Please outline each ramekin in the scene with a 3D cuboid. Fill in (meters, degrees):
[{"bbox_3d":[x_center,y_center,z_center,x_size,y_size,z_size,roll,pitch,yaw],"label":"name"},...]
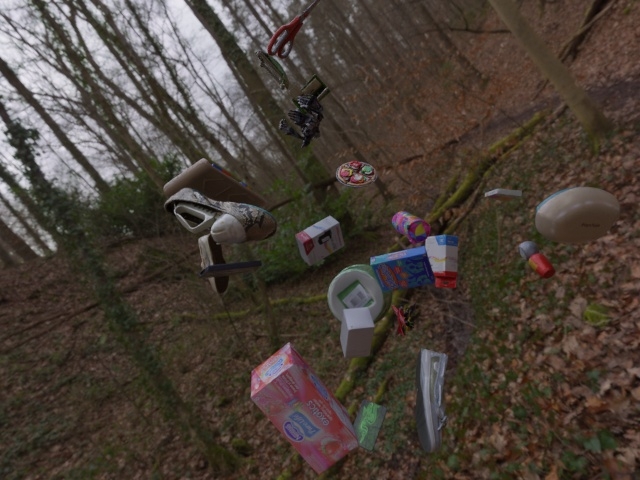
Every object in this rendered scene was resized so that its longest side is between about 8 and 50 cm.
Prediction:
[{"bbox_3d":[0.178,0.265,1.958,0.303,0.303,0.148,-39,-11,11],"label":"ramekin"}]

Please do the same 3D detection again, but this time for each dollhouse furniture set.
[{"bbox_3d":[-0.109,-0.696,1.734,0.151,0.301,0.197,-44,10,4],"label":"dollhouse furniture set"}]

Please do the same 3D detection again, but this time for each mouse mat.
[{"bbox_3d":[0.205,0.803,1.815,0.152,0.007,0.190,-4,53,51],"label":"mouse mat"}]

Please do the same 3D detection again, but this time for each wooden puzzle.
[{"bbox_3d":[-0.450,-0.203,1.806,0.322,0.348,0.081,-22,47,36],"label":"wooden puzzle"}]

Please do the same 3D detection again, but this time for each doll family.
[{"bbox_3d":[0.455,0.406,2.151,0.076,0.111,0.193,2,66,24],"label":"doll family"}]

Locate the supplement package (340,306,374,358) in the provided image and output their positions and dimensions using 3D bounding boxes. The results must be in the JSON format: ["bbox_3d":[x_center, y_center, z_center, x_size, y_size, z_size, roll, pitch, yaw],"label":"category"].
[{"bbox_3d":[0.141,0.362,1.625,0.105,0.179,0.105,-4,39,-8],"label":"supplement package"}]

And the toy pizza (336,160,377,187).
[{"bbox_3d":[0.177,-0.330,2.023,0.201,0.201,0.032,-45,-30,-34],"label":"toy pizza"}]

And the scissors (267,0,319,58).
[{"bbox_3d":[-0.063,-0.706,1.315,0.297,0.021,0.109,-49,-18,18],"label":"scissors"}]

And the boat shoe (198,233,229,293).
[{"bbox_3d":[-0.541,0.121,2.080,0.098,0.302,0.109,-14,-1,29],"label":"boat shoe"}]

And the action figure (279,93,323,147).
[{"bbox_3d":[-0.063,-0.457,1.562,0.164,0.141,0.276,-58,0,-3],"label":"action figure"}]

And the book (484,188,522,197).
[{"bbox_3d":[0.745,-0.187,1.702,0.144,0.096,0.035,-4,-78,-87],"label":"book"}]

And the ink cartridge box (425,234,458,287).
[{"bbox_3d":[0.548,0.097,1.892,0.134,0.078,0.231,-10,75,61],"label":"ink cartridge box"}]

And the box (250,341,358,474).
[{"bbox_3d":[-0.045,0.455,1.138,0.142,0.300,0.154,-37,12,-1],"label":"box"}]

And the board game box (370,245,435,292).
[{"bbox_3d":[0.314,0.113,1.585,0.210,0.160,0.047,-14,36,19],"label":"board game box"}]

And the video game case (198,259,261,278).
[{"bbox_3d":[-0.356,0.114,1.608,0.196,0.026,0.274,-5,-9,-24],"label":"video game case"}]

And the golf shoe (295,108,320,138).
[{"bbox_3d":[-0.043,-0.573,1.977,0.069,0.176,0.086,-8,40,36],"label":"golf shoe"}]

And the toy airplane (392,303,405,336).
[{"bbox_3d":[0.323,0.328,1.685,0.028,0.151,0.151,-1,0,-10],"label":"toy airplane"}]

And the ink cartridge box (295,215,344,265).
[{"bbox_3d":[0.000,0.000,1.672,0.175,0.127,0.072,-30,40,-18],"label":"ink cartridge box"}]

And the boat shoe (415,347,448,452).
[{"bbox_3d":[0.354,0.487,1.287,0.320,0.103,0.118,-79,-5,-47],"label":"boat shoe"}]

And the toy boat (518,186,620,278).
[{"bbox_3d":[0.745,-0.037,1.304,0.148,0.267,0.318,-108,30,-49],"label":"toy boat"}]

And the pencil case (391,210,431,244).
[{"bbox_3d":[0.369,-0.058,1.715,0.104,0.104,0.236,-40,13,5],"label":"pencil case"}]

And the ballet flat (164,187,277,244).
[{"bbox_3d":[-0.400,-0.074,1.568,0.182,0.482,0.164,-43,-37,-44],"label":"ballet flat"}]
